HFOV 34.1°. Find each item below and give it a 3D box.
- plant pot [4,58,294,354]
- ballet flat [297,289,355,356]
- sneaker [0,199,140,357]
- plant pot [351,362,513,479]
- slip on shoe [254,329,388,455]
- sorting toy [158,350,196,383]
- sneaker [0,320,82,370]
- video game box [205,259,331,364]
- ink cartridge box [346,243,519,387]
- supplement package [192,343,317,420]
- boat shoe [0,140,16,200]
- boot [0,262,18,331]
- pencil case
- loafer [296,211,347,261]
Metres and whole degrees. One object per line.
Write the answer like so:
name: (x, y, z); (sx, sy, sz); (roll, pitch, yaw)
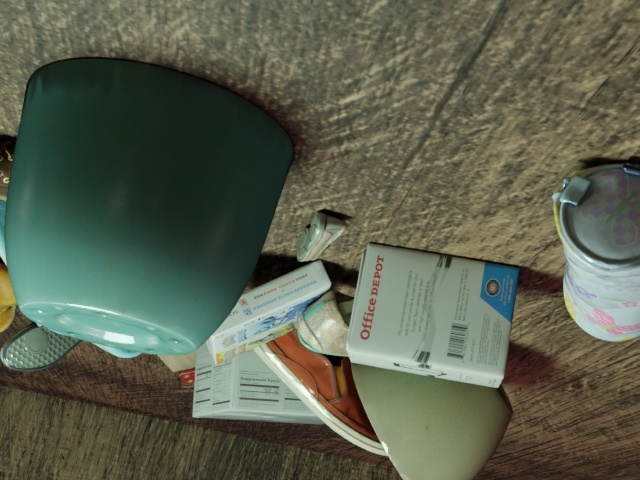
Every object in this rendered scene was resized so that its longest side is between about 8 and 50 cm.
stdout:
plant pot: (-0.194, -0.015, 1.091); (0.293, 0.235, 0.293); (11, 162, 4)
ballet flat: (0.117, 0.132, 1.546); (0.316, 0.107, 0.106); (9, 131, -35)
sneaker: (-0.391, 0.042, 1.489); (0.208, 0.127, 0.319); (5, 137, 50)
plant pot: (0.203, 0.270, 1.729); (0.191, 0.284, 0.284); (-31, 149, 10)
slip on shoe: (0.022, 0.235, 1.742); (0.331, 0.101, 0.123); (45, -173, -8)
sorting toy: (-0.241, 0.193, 1.982); (0.132, 0.046, 0.274); (-15, 146, 8)
sneaker: (-0.530, 0.178, 1.969); (0.163, 0.086, 0.226); (-2, -162, 45)
video game box: (-0.082, 0.110, 1.545); (0.187, 0.048, 0.205); (-21, 165, -10)
ink cartridge box: (0.146, 0.099, 1.364); (0.203, 0.148, 0.086); (10, 164, 8)
supplement package: (-0.073, 0.249, 1.885); (0.262, 0.145, 0.204); (9, 165, -25)
boat shoe: (-0.377, -0.087, 1.268); (0.207, 0.073, 0.073); (21, 122, -37)
boot: (-0.624, 0.079, 1.874); (0.295, 0.104, 0.211); (-12, 146, 41)
pencil case: (0.307, 0.020, 1.089); (0.124, 0.113, 0.273); (15, 164, 21)
loafer: (0.000, 0.000, 1.329); (0.039, 0.045, 0.125); (8, 160, -12)
